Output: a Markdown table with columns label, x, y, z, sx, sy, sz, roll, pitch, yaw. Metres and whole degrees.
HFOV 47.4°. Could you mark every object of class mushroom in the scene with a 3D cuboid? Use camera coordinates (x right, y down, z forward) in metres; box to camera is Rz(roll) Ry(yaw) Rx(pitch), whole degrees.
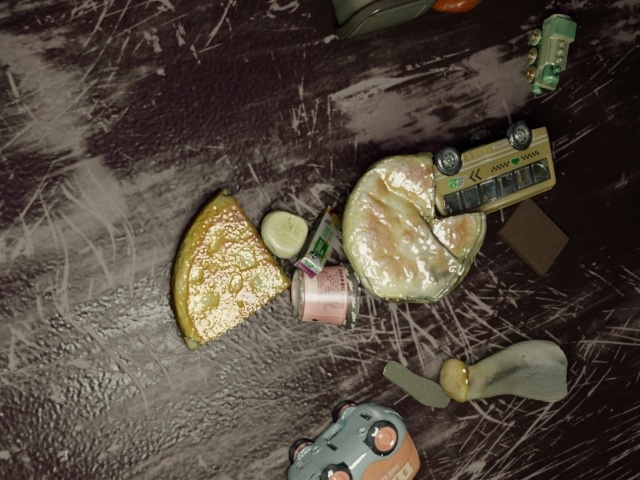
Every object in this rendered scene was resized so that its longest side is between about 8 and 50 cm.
| label | x | y | z | sx | sy | sz | roll | pitch | yaw |
| --- | --- | --- | --- | --- | --- | --- | --- | --- | --- |
| mushroom | 0.449 | 0.331 | 1.765 | 0.329 | 0.122 | 0.159 | -5 | 79 | -18 |

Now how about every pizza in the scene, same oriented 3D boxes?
| label | x | y | z | sx | sy | sz | roll | pitch | yaw |
| --- | --- | --- | --- | --- | --- | --- | --- | --- | --- |
| pizza | -0.236 | 0.061 | 1.571 | 0.258 | 0.087 | 0.268 | -33 | 96 | -14 |

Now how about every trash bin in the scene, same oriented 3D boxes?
| label | x | y | z | sx | sy | sz | roll | pitch | yaw |
| --- | --- | --- | --- | --- | --- | --- | --- | --- | --- |
| trash bin | 0.112 | -0.611 | 1.670 | 0.220 | 0.219 | 0.250 | -22 | 87 | -21 |

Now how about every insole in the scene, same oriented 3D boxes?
| label | x | y | z | sx | sy | sz | roll | pitch | yaw |
| --- | --- | --- | --- | --- | --- | --- | --- | --- | --- |
| insole | 0.231 | 0.348 | 1.747 | 0.192 | 0.010 | 0.063 | 32 | 76 | -13 |

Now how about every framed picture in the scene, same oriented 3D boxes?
| label | x | y | z | sx | sy | sz | roll | pitch | yaw |
| --- | --- | --- | --- | --- | --- | --- | --- | --- | --- |
| framed picture | 0.546 | -0.012 | 1.872 | 0.168 | 0.023 | 0.128 | 43 | 74 | -11 |

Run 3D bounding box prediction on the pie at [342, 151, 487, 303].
| label | x | y | z | sx | sy | sz | roll | pitch | yaw |
| --- | --- | --- | --- | --- | --- | --- | --- | --- | --- |
| pie | 0.191 | -0.021 | 1.579 | 0.338 | 0.075 | 0.337 | 0 | 89 | -5 |

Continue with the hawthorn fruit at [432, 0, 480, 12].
| label | x | y | z | sx | sy | sz | roll | pitch | yaw |
| --- | --- | --- | --- | --- | --- | --- | --- | --- | --- |
| hawthorn fruit | 0.336 | -0.640 | 1.751 | 0.179 | 0.200 | 0.179 | 0 | 90 | -23 |

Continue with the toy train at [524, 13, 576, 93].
| label | x | y | z | sx | sy | sz | roll | pitch | yaw |
| --- | --- | --- | --- | --- | --- | --- | --- | --- | --- |
| toy train | 0.585 | -0.474 | 1.864 | 0.081 | 0.125 | 0.193 | 12 | 82 | -14 |

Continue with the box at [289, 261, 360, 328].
| label | x | y | z | sx | sy | sz | roll | pitch | yaw |
| --- | --- | --- | --- | --- | --- | --- | --- | --- | --- |
| box | 0.006 | 0.122 | 1.619 | 0.135 | 0.151 | 0.151 | 0 | 86 | -11 |

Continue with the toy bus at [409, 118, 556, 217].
| label | x | y | z | sx | sy | sz | roll | pitch | yaw |
| --- | --- | --- | --- | --- | --- | --- | --- | --- | --- |
| toy bus | 0.371 | -0.153 | 1.744 | 0.366 | 0.177 | 0.201 | -20 | 99 | -20 |

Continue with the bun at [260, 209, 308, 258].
| label | x | y | z | sx | sy | sz | roll | pitch | yaw |
| --- | --- | --- | --- | --- | --- | --- | --- | --- | --- |
| bun | -0.084 | -0.014 | 1.632 | 0.115 | 0.069 | 0.115 | 9 | 70 | -27 |

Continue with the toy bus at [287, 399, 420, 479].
| label | x | y | z | sx | sy | sz | roll | pitch | yaw |
| --- | --- | --- | --- | --- | --- | --- | --- | --- | --- |
| toy bus | 0.084 | 0.505 | 1.606 | 0.288 | 0.194 | 0.232 | -41 | 112 | -17 |

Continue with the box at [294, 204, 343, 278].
| label | x | y | z | sx | sy | sz | roll | pitch | yaw |
| --- | --- | --- | --- | --- | --- | --- | --- | --- | --- |
| box | 0.000 | 0.000 | 1.618 | 0.050 | 0.041 | 0.207 | 40 | 38 | -12 |
